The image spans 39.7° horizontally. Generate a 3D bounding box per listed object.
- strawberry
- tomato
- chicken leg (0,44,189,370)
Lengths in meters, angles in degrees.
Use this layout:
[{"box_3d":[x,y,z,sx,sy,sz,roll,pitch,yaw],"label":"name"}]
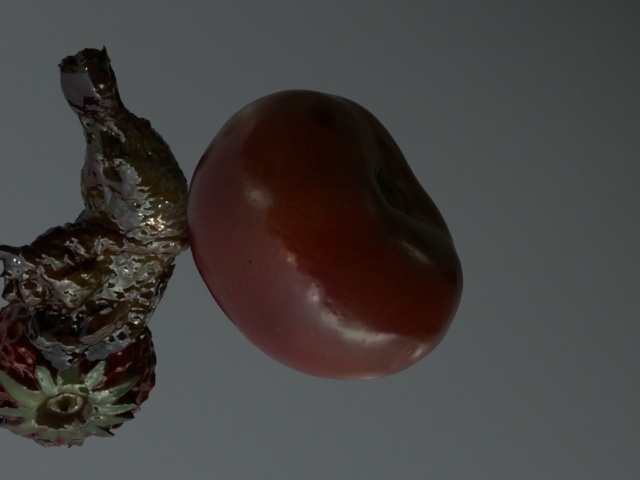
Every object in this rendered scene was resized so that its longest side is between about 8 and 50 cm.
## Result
[{"box_3d":[-0.293,0.113,1.047,0.205,0.205,0.244,35,-158,-31],"label":"strawberry"},{"box_3d":[0.000,0.000,0.569,0.195,0.136,0.195,44,-155,-26],"label":"tomato"},{"box_3d":[-0.208,-0.017,0.821,0.177,0.323,0.083,12,-156,-42],"label":"chicken leg"}]
